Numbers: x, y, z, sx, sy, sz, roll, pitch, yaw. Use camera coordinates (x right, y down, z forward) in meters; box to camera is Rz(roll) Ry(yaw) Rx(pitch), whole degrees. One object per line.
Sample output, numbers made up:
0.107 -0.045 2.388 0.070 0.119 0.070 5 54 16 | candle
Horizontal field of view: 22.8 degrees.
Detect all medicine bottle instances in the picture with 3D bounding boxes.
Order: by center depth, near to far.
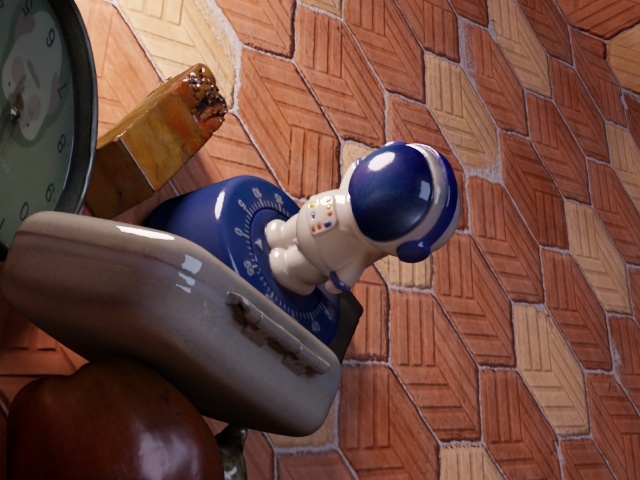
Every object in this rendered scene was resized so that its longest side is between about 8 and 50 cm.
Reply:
-0.151 0.095 1.670 0.375 0.282 0.123 41 66 -53 | medicine bottle

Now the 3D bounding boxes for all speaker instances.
-0.001 0.133 2.165 0.082 0.044 0.218 53 30 -19 | speaker

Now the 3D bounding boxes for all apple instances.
-0.204 0.227 1.560 0.234 0.234 0.234 40 35 -37 | apple

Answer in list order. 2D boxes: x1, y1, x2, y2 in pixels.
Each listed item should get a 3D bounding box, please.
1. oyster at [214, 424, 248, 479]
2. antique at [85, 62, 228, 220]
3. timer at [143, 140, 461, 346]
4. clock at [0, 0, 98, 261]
-0.124 0.371 1.694 0.204 0.111 0.396 17 56 -50 | oyster
-0.205 -0.132 1.996 0.087 0.093 0.310 57 28 -12 | antique
0.000 0.000 1.919 0.270 0.383 0.270 40 35 -36 | timer
-0.325 -0.132 1.666 0.319 0.066 0.319 4 90 -73 | clock
